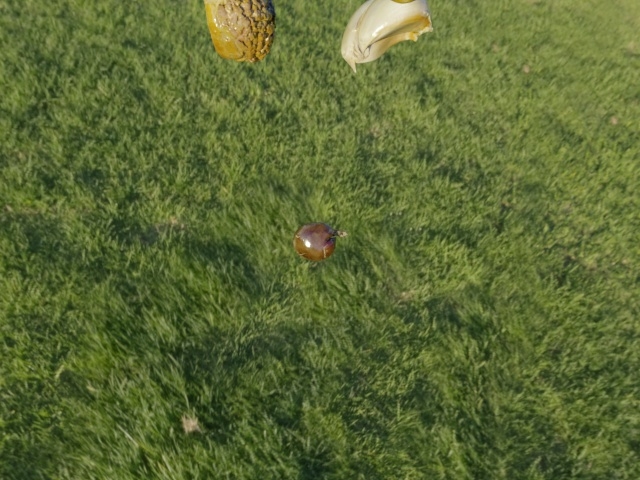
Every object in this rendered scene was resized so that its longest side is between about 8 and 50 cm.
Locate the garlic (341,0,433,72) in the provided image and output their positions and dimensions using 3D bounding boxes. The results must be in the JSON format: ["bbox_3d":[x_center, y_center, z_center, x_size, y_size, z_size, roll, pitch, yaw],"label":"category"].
[{"bbox_3d":[0.226,-0.748,1.707,0.313,0.249,0.286,-18,40,-7],"label":"garlic"}]

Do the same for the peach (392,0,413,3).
[{"bbox_3d":[0.144,-0.524,0.878,0.103,0.179,0.179,-12,49,28],"label":"peach"}]

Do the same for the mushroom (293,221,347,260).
[{"bbox_3d":[0.001,0.001,1.533,0.171,0.135,0.080,-19,36,-5],"label":"mushroom"}]

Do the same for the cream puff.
[{"bbox_3d":[-0.272,-0.799,1.706,0.232,0.342,0.327,-7,35,2],"label":"cream puff"}]
